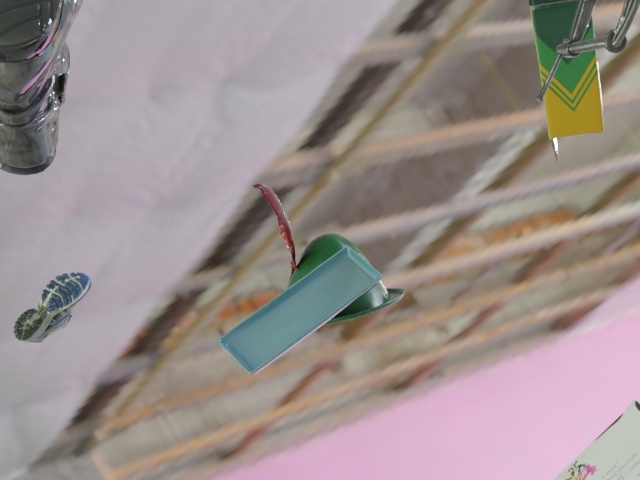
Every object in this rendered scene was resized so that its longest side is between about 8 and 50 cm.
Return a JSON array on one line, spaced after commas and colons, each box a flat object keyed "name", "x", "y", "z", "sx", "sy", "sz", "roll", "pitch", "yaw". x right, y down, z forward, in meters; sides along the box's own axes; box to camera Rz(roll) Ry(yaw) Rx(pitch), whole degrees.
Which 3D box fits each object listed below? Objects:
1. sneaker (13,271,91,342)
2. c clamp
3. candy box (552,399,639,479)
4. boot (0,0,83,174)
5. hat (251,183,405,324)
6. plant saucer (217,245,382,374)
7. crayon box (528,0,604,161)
[{"name": "sneaker", "x": -0.382, "y": 0.098, "z": 2.245, "sx": 0.135, "sy": 0.052, "sz": 0.058, "roll": -40, "pitch": -28, "yaw": 5}, {"name": "c clamp", "x": 0.265, "y": -0.203, "z": 1.472, "sx": 0.160, "sy": 0.022, "sz": 0.137, "roll": 171, "pitch": 119, "yaw": -75}, {"name": "candy box", "x": 0.260, "y": 0.251, "z": 1.221, "sx": 0.165, "sy": 0.196, "sz": 0.070, "roll": -44, "pitch": -47, "yaw": 4}, {"name": "boot", "x": -0.254, "y": -0.247, "z": 1.390, "sx": 0.118, "sy": 0.338, "sz": 0.223, "roll": 14, "pitch": -28, "yaw": 0}, {"name": "hat", "x": 0.000, "y": 0.000, "z": 1.866, "sx": 0.173, "sy": 0.183, "sz": 0.208, "roll": -16, "pitch": 6, "yaw": -14}, {"name": "plant saucer", "x": -0.022, "y": 0.081, "z": 1.755, "sx": 0.192, "sy": 0.067, "sz": 0.018, "roll": -35, "pitch": -39, "yaw": -17}, {"name": "crayon box", "x": 0.333, "y": -0.285, "z": 2.121, "sx": 0.081, "sy": 0.202, "sz": 0.318, "roll": -7, "pitch": -37, "yaw": 9}]
